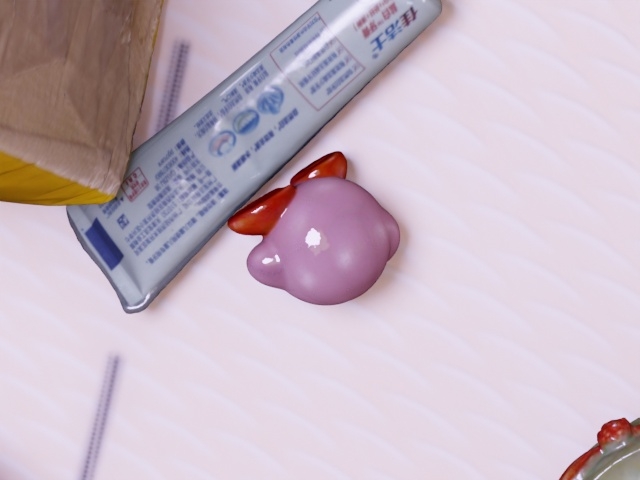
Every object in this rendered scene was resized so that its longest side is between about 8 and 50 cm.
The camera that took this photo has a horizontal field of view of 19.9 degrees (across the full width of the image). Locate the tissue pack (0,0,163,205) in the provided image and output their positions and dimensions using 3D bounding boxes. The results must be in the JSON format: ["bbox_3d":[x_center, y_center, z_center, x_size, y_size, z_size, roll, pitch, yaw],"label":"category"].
[{"bbox_3d":[-0.287,-0.159,0.879,0.382,0.293,0.228,13,86,10],"label":"tissue pack"}]

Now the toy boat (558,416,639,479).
[{"bbox_3d":[0.170,0.129,0.931,0.185,0.071,0.089,-33,86,10],"label":"toy boat"}]

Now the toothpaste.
[{"bbox_3d":[-0.025,-0.071,0.968,0.268,0.047,0.069,-41,101,13],"label":"toothpaste"}]

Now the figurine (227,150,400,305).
[{"bbox_3d":[0.000,0.000,0.954,0.083,0.067,0.071,-31,98,-18],"label":"figurine"}]
